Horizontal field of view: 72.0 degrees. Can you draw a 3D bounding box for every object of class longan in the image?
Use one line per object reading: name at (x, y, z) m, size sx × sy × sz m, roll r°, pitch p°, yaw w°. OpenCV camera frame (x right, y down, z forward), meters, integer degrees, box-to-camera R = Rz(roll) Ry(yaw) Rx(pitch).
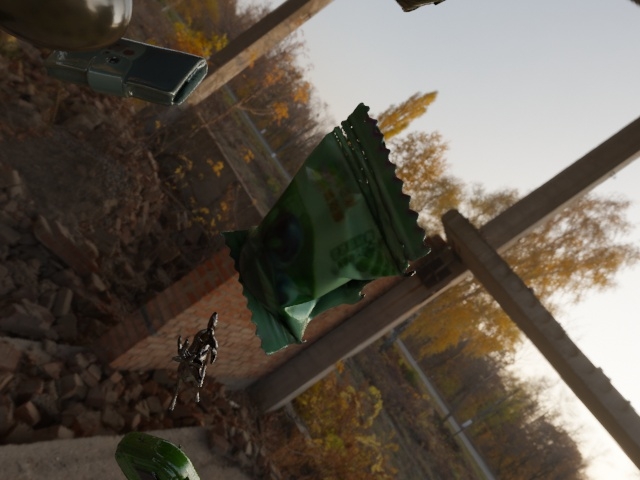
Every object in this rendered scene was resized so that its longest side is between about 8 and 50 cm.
longan at (-0.305, -0.293, 0.493) m, size 0.185 × 0.159 × 0.204 m, roll 34°, pitch -16°, yaw -15°

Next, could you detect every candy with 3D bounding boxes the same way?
candy at (-0.005, 0.000, 0.733) m, size 0.172 × 0.398 × 0.262 m, roll -18°, pitch 72°, yaw -43°

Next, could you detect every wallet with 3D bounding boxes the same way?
wallet at (-0.509, -0.461, 1.160) m, size 0.083 × 0.361 × 0.252 m, roll 104°, pitch -1°, yaw -45°

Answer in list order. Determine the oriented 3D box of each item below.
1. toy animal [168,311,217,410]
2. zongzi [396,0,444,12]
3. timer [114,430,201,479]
toy animal at (-0.293, 0.270, 1.020) m, size 0.087 × 0.259 × 0.243 m, roll 12°, pitch 25°, yaw -13°
zongzi at (0.211, -0.648, 1.011) m, size 0.251 × 0.125 × 0.274 m, roll 25°, pitch 11°, yaw -28°
timer at (-0.242, 0.351, 0.665) m, size 0.047 × 0.128 × 0.140 m, roll -53°, pitch 138°, yaw -50°
